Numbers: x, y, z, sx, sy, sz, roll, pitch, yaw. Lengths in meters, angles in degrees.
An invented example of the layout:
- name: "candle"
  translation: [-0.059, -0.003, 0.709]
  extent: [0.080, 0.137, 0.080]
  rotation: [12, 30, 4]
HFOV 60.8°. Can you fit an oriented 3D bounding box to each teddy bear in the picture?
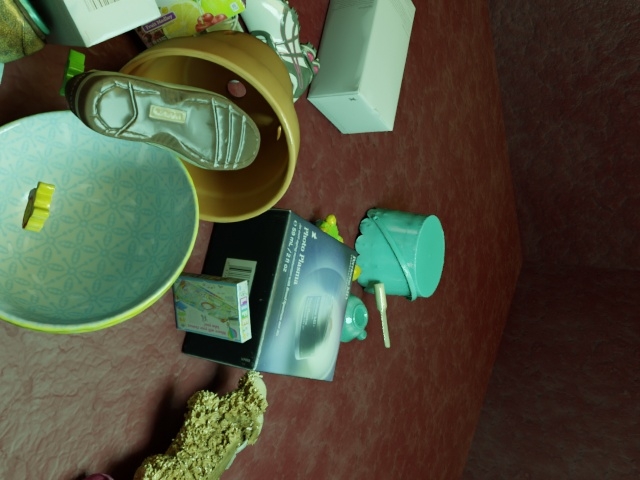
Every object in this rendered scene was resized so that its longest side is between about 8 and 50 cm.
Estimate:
- name: "teddy bear"
  translation: [-0.213, 0.373, 0.983]
  extent: [0.338, 0.113, 0.245]
  rotation: [-49, 157, -32]

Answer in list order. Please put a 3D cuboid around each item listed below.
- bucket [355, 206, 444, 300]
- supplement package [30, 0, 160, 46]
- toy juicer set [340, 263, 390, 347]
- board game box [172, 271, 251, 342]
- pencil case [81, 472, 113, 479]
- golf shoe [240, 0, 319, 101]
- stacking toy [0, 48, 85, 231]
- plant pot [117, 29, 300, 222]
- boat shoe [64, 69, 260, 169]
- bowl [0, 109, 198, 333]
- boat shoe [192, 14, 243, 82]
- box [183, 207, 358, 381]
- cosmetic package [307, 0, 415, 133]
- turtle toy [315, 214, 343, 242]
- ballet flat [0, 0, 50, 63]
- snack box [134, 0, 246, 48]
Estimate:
- name: "bucket"
  translation: [0.241, 0.040, 1.613]
  extent: [0.281, 0.183, 0.281]
  rotation: [-12, 104, -57]
- name: "supplement package"
  translation: [-0.299, -0.313, 0.682]
  extent: [0.105, 0.179, 0.105]
  rotation: [-37, 126, -25]
- name: "toy juicer set"
  translation: [0.078, 0.168, 1.462]
  extent: [0.329, 0.089, 0.209]
  rotation: [20, 70, -47]
- name: "board game box"
  translation: [-0.192, 0.114, 0.953]
  extent: [0.026, 0.154, 0.104]
  rotation: [-20, 111, -56]
- name: "pencil case"
  translation: [-0.337, 0.465, 0.832]
  extent: [0.098, 0.095, 0.210]
  rotation: [-18, 110, -24]
- name: "golf shoe"
  translation: [-0.092, -0.394, 1.104]
  extent: [0.273, 0.105, 0.120]
  rotation: [44, 65, -51]
- name: "stacking toy"
  translation: [-0.363, -0.135, 0.586]
  extent: [0.166, 0.052, 0.221]
  rotation: [17, 71, -37]
- name: "plant pot"
  translation: [-0.163, -0.204, 0.875]
  extent: [0.204, 0.290, 0.291]
  rotation: [-76, 151, -48]
- name: "boat shoe"
  translation: [-0.189, -0.156, 0.682]
  extent: [0.257, 0.095, 0.095]
  rotation: [13, 100, -52]
- name: "bowl"
  translation: [-0.311, -0.006, 0.714]
  extent: [0.290, 0.289, 0.156]
  rotation: [-66, -175, -28]
- name: "boat shoe"
  translation: [-0.194, -0.389, 0.942]
  extent: [0.302, 0.094, 0.109]
  rotation: [45, 57, -51]
- name: "box"
  translation: [-0.082, 0.115, 1.108]
  extent: [0.294, 0.182, 0.297]
  rotation: [30, 69, -57]
- name: "cosmetic package"
  translation: [0.111, -0.476, 1.367]
  extent: [0.197, 0.155, 0.366]
  rotation: [33, 67, -54]
- name: "turtle toy"
  translation: [0.000, 0.000, 1.331]
  extent: [0.130, 0.066, 0.095]
  rotation: [-55, 138, -40]
- name: "ballet flat"
  translation: [-0.429, -0.350, 0.568]
  extent: [0.123, 0.123, 0.349]
  rotation: [-56, 136, -39]
- name: "snack box"
  translation: [-0.233, -0.407, 0.799]
  extent: [0.070, 0.174, 0.207]
  rotation: [-96, 161, -44]
